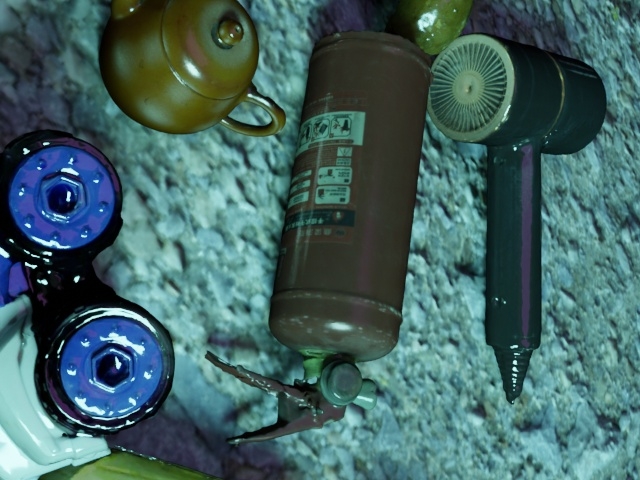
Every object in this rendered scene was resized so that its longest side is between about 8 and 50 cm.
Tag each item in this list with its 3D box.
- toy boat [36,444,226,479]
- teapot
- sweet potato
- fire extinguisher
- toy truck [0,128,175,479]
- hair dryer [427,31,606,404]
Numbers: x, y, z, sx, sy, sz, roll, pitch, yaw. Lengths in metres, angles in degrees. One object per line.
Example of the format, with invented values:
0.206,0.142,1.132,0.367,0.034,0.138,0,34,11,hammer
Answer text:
-0.093,0.200,0.647,0.226,0.068,0.088,28,70,-37,toy boat
-0.088,-0.131,0.678,0.173,0.116,0.116,42,57,-31,teapot
0.123,-0.285,0.909,0.310,0.098,0.124,-58,141,-34,sweet potato
0.000,0.000,0.751,0.147,0.106,0.337,14,72,-14,fire extinguisher
-0.194,0.034,0.542,0.177,0.161,0.213,-19,96,-23,toy truck
0.200,-0.017,0.949,0.189,0.107,0.352,0,91,-45,hair dryer
